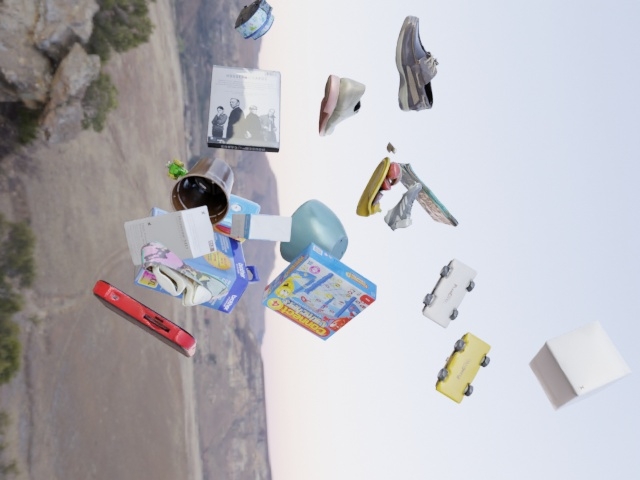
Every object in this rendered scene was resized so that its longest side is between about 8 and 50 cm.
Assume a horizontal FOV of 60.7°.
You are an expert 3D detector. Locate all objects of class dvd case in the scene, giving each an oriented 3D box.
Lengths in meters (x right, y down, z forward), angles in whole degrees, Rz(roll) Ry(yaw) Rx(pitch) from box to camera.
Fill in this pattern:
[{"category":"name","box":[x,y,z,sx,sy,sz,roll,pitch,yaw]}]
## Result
[{"category":"dvd case","box":[-0.191,-0.336,1.384,0.030,0.179,0.239,113,-22,-64]}]

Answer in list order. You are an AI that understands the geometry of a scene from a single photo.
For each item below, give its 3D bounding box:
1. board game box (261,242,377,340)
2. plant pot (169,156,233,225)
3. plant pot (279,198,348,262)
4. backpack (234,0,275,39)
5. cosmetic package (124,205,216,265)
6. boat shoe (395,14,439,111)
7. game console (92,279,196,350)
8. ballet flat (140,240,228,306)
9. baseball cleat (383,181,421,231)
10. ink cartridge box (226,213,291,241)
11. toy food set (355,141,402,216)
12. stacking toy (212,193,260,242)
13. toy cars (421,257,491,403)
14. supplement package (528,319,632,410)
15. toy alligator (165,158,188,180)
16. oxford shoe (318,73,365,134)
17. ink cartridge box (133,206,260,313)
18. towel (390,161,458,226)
[{"category":"board game box","box":[-0.006,0.197,2.004,0.302,0.308,0.086,-45,-158,32]},{"category":"plant pot","box":[-0.328,-0.151,1.569,0.165,0.166,0.167,-84,178,-57]},{"category":"plant pot","box":[0.000,0.000,2.248,0.195,0.290,0.290,28,-45,26]},{"category":"backpack","box":[-0.194,-0.652,1.627,0.105,0.084,0.114,-13,-135,40]},{"category":"cosmetic package","box":[-0.371,-0.010,1.340,0.231,0.085,0.117,-9,-83,38]},{"category":"boat shoe","box":[0.325,-0.575,1.795,0.355,0.130,0.132,73,32,-55]},{"category":"game console","box":[-0.609,0.283,1.921,0.060,0.386,0.342,-58,-179,-20]},{"category":"ballet flat","box":[-0.279,0.085,1.112,0.221,0.076,0.079,42,36,-41]},{"category":"baseball cleat","box":[0.331,-0.120,2.066,0.109,0.072,0.206,52,-57,20]},{"category":"ink cartridge box","box":[-0.154,-0.033,1.333,0.181,0.104,0.062,5,-89,63]},{"category":"toy food set","box":[0.177,-0.153,1.489,0.218,0.071,0.128,-62,-169,10]},{"category":"stacking toy","box":[-0.346,-0.013,2.042,0.175,0.165,0.302,-77,-173,-50]},{"category":"toy cars","box":[0.374,0.251,1.542,0.087,0.176,0.394,136,-55,-82]},{"category":"supplement package","box":[0.793,0.395,1.698,0.293,0.175,0.178,69,-2,-64]},{"category":"toy alligator","box":[-0.430,-0.211,1.646,0.056,0.051,0.189,-64,-154,2]},{"category":"oxford shoe","box":[0.073,-0.482,2.047,0.397,0.146,0.141,130,-36,-80]},{"category":"ink cartridge box","box":[-0.398,0.076,1.806,0.151,0.395,0.270,-54,-150,19]},{"category":"towel","box":[0.463,-0.215,2.487,0.370,0.040,0.271,47,-1,-13]}]
